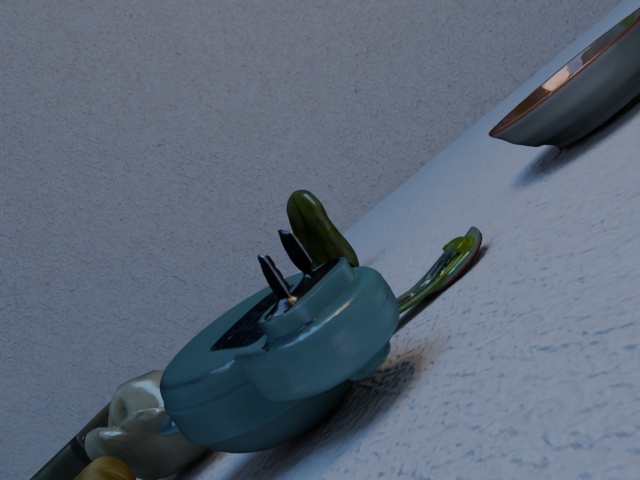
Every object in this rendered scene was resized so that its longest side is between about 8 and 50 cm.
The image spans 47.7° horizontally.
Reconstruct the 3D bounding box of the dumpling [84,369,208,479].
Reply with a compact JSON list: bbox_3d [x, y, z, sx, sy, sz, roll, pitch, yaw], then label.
[{"bbox_3d":[-0.215,0.240,0.941,0.162,0.132,0.250,-20,-9,-33],"label":"dumpling"}]

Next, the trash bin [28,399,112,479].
[{"bbox_3d":[-0.416,0.407,1.268,0.240,0.122,0.164,-41,3,20],"label":"trash bin"}]

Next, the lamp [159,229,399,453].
[{"bbox_3d":[-0.038,0.104,0.679,0.209,0.147,0.284,-45,-3,-40],"label":"lamp"}]

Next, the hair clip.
[{"bbox_3d":[0.109,0.049,0.786,0.188,0.033,0.060,-38,5,-5],"label":"hair clip"}]

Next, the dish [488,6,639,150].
[{"bbox_3d":[0.349,-0.193,0.946,0.260,0.085,0.260,-41,1,1],"label":"dish"}]

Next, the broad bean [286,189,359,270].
[{"bbox_3d":[0.002,-0.002,1.429,0.072,0.206,0.153,-44,29,-27],"label":"broad bean"}]

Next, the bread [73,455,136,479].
[{"bbox_3d":[-0.243,0.308,0.751,0.142,0.091,0.305,-43,3,-15],"label":"bread"}]

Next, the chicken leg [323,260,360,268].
[{"bbox_3d":[0.022,0.074,1.301,0.105,0.063,0.234,-44,5,-4],"label":"chicken leg"}]
